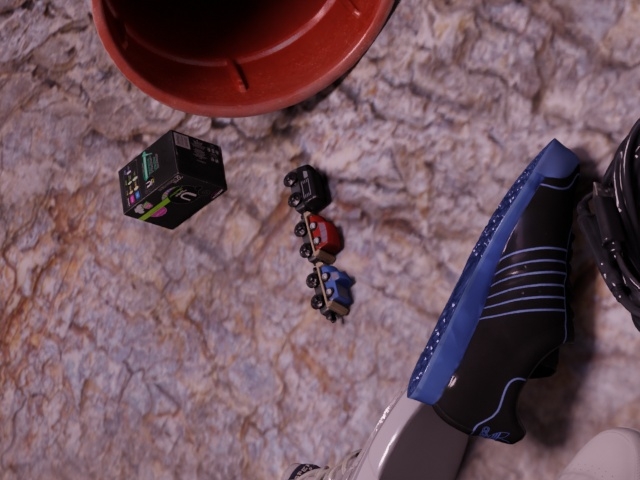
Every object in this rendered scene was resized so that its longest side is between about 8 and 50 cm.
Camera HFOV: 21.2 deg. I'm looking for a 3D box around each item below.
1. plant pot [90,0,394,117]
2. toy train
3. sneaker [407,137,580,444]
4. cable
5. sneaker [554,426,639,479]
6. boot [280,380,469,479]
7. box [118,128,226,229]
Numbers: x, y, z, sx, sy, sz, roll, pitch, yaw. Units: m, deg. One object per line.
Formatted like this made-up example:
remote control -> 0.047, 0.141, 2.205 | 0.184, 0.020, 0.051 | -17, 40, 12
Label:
plant pot -> -0.097, -0.292, 1.530 | 0.272, 0.272, 0.265 | -54, 35, 19
toy train -> 0.000, 0.000, 1.468 | 0.036, 0.027, 0.158 | -30, 53, 24
sneaker -> 0.150, 0.038, 1.252 | 0.232, 0.090, 0.081 | -61, 3, -18
cable -> 0.254, -0.009, 1.174 | 0.150, 0.047, 0.184 | -43, 42, 26
sneaker -> 0.151, 0.214, 1.124 | 0.090, 0.095, 0.235 | 4, 55, 50
boot -> 0.015, 0.196, 1.317 | 0.123, 0.095, 0.258 | 33, 102, 42
box -> -0.141, -0.057, 1.617 | 0.083, 0.062, 0.052 | -35, 53, 35
